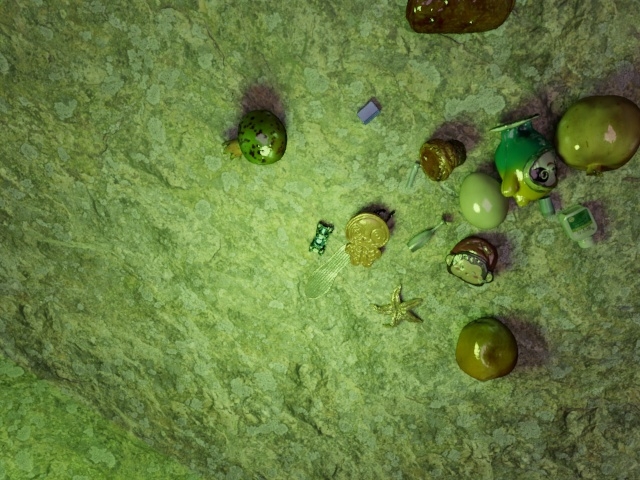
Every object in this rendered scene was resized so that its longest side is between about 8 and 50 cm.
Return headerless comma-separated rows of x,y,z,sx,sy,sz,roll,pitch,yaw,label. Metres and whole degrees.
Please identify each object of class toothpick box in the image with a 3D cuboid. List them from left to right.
0.987,-0.150,1.817,0.052,0.052,0.083,-21,104,10,toothpick box

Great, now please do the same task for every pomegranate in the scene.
-0.265,-0.400,1.744,0.286,0.231,0.231,-40,101,24,pomegranate
1.075,-0.396,1.614,0.319,0.319,0.319,1,107,4,pomegranate

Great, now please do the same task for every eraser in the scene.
0.202,-0.538,1.764,0.085,0.027,0.063,-39,102,13,eraser

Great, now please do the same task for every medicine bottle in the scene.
1.138,-0.059,1.827,0.119,0.069,0.183,-30,104,9,medicine bottle

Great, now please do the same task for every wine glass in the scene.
0.481,-0.025,1.887,0.198,0.066,0.066,-40,100,16,wine glass

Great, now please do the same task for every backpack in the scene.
0.688,0.086,1.871,0.229,0.139,0.229,5,104,21,backpack

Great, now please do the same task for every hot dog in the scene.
0.507,-0.877,1.518,0.388,0.174,0.267,-1,150,0,hot dog

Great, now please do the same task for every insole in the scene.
0.044,0.153,1.996,0.119,0.009,0.348,40,105,-8,insole

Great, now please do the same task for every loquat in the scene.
0.761,0.500,1.932,0.276,0.276,0.283,-13,89,8,loquat

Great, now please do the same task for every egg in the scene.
0.685,-0.169,1.761,0.189,0.188,0.253,-24,99,10,egg

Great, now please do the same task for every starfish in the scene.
0.379,0.328,2.013,0.277,0.062,0.235,19,102,2,starfish

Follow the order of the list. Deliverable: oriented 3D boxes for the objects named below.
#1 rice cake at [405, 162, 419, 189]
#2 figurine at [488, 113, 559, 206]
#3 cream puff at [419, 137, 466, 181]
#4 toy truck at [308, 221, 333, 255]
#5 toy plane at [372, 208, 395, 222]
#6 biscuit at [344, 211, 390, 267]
0.403,-0.282,1.832,0.022,0.021,0.121,15,107,-11,rice cake
0.825,-0.320,1.690,0.324,0.231,0.340,-22,99,-26,figurine
0.527,-0.350,1.747,0.169,0.183,0.183,-24,105,-13,cream puff
0.001,-0.001,1.916,0.080,0.078,0.154,21,108,-1,toy truck
0.251,-0.073,1.892,0.078,0.053,0.197,32,102,-15,toy plane
0.200,0.003,1.877,0.202,0.044,0.288,13,121,0,biscuit
